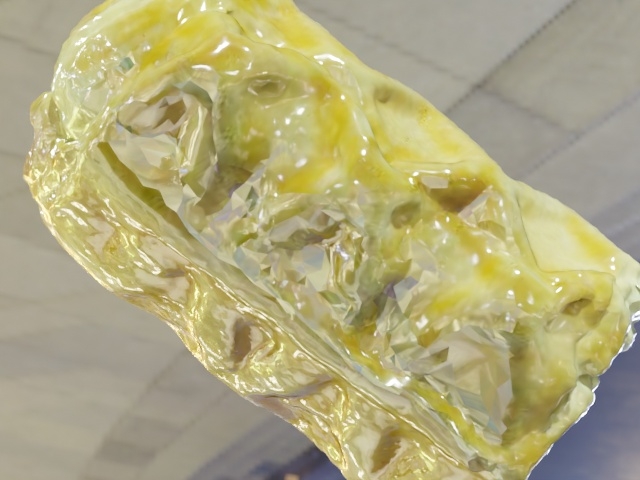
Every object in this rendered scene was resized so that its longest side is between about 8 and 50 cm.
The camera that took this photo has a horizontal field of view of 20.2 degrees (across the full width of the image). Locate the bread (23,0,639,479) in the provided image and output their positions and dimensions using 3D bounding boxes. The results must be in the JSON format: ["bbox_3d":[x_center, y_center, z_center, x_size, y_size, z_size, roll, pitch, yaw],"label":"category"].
[{"bbox_3d":[0.000,0.000,0.747,0.268,0.152,0.130,38,-163,0],"label":"bread"}]
